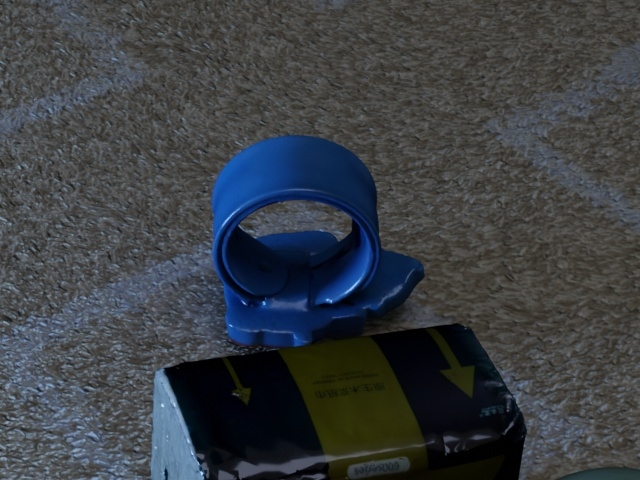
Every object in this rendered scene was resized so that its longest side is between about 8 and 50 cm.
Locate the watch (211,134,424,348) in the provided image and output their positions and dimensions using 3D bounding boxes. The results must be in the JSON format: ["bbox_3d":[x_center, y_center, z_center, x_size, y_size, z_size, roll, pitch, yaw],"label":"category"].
[{"bbox_3d":[0.000,0.000,2.415,0.305,0.275,0.241,-3,39,-4],"label":"watch"}]

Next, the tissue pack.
[{"bbox_3d":[0.019,0.278,2.090,0.416,0.264,0.253,-8,38,-19],"label":"tissue pack"}]

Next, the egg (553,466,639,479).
[{"bbox_3d":[0.300,0.415,1.952,0.389,0.276,0.276,-29,51,-36],"label":"egg"}]
